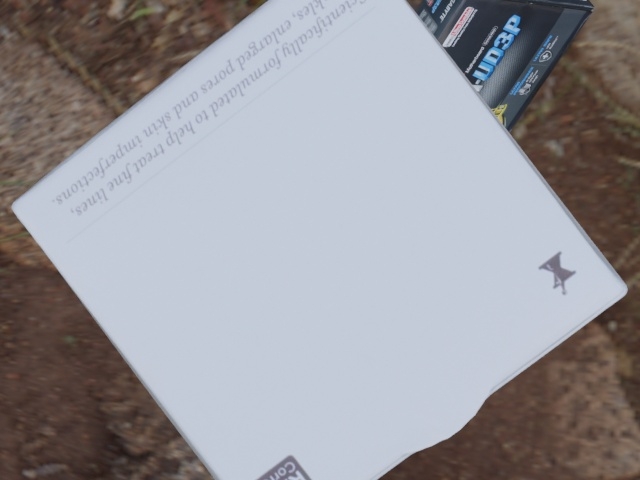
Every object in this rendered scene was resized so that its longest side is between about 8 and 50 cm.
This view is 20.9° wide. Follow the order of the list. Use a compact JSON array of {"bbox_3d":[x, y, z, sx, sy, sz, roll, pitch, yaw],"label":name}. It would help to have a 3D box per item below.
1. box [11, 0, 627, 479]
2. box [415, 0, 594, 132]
[{"bbox_3d":[0.000,0.000,0.740,0.181,0.119,0.182,-37,93,3],"label":"box"},{"bbox_3d":[0.154,-0.180,1.784,0.175,0.220,0.051,2,46,-36],"label":"box"}]
